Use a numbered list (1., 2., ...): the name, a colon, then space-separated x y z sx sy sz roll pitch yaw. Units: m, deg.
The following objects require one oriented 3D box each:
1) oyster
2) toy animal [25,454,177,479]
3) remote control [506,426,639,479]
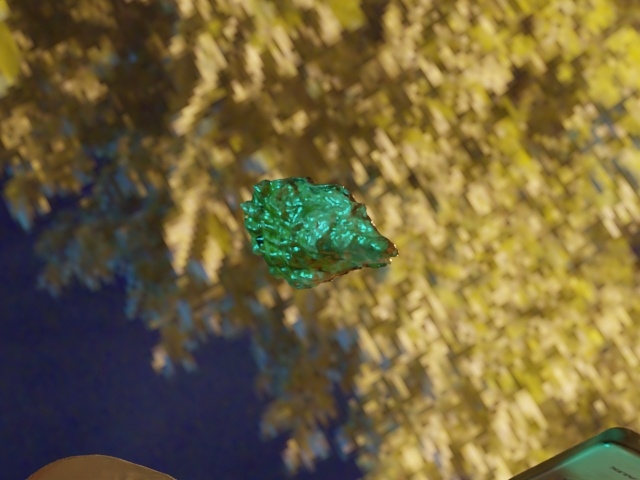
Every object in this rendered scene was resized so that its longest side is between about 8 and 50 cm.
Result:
1. oyster: 0.000 0.000 1.494 0.045 0.146 0.121 -56 -18 -29
2. toy animal: -0.253 0.398 2.024 0.196 0.241 0.367 -62 -17 -57
3. remote control: 0.270 0.246 2.036 0.090 0.038 0.309 26 -23 -9
